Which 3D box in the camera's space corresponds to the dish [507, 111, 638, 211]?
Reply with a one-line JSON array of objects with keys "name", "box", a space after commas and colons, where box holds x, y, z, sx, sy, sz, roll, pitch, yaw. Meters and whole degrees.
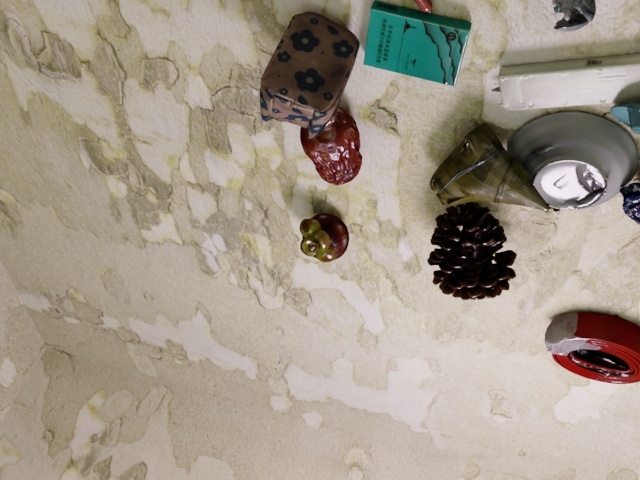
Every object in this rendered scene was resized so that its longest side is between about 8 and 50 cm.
[{"name": "dish", "box": [0.610, -0.165, 1.812, 0.316, 0.106, 0.316, 13, 141, 10]}]

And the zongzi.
[{"name": "zongzi", "box": [0.421, -0.120, 1.872, 0.274, 0.125, 0.251, 49, 146, 9]}]

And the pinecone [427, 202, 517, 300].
[{"name": "pinecone", "box": [0.415, 0.026, 2.038, 0.246, 0.246, 0.292, 0, 127, 25]}]

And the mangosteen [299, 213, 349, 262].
[{"name": "mangosteen", "box": [-0.001, 0.004, 2.239, 0.156, 0.181, 0.145, 39, 142, 7]}]

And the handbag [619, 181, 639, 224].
[{"name": "handbag", "box": [0.848, -0.075, 1.783, 0.260, 0.113, 0.162, 31, 143, -34]}]

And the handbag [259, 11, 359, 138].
[{"name": "handbag", "box": [-0.030, -0.378, 1.745, 0.190, 0.251, 0.193, 24, 159, -4]}]

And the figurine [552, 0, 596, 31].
[{"name": "figurine", "box": [0.511, -0.467, 1.503, 0.086, 0.094, 0.082, -2, 125, 36]}]

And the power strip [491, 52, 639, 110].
[{"name": "power strip", "box": [0.567, -0.353, 1.655, 0.367, 0.043, 0.106, 0, 138, 24]}]

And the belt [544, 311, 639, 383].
[{"name": "belt", "box": [0.864, 0.329, 2.294, 0.324, 0.115, 0.227, 19, 141, -1]}]

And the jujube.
[{"name": "jujube", "box": [0.033, -0.247, 1.954, 0.155, 0.155, 0.230, 7, 150, 18]}]

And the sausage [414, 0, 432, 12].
[{"name": "sausage", "box": [0.174, -0.572, 1.580, 0.029, 0.029, 0.223, -20, 127, 41]}]

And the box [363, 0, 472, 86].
[{"name": "box", "box": [0.218, -0.450, 1.698, 0.226, 0.042, 0.161, 15, 143, 8]}]

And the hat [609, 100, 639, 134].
[{"name": "hat", "box": [0.739, -0.263, 1.627, 0.191, 0.077, 0.138, -1, 168, 24]}]
